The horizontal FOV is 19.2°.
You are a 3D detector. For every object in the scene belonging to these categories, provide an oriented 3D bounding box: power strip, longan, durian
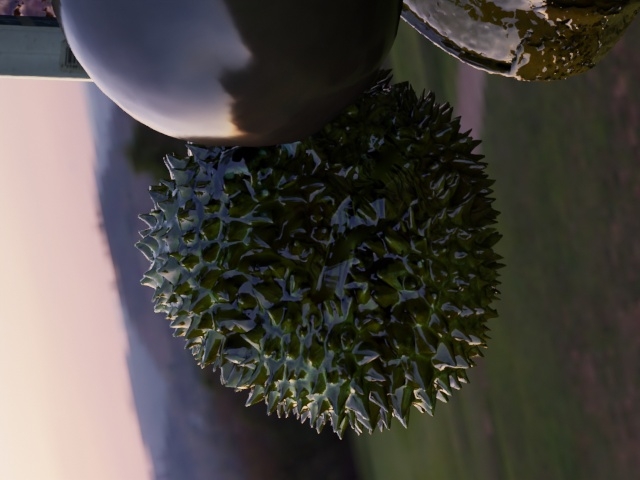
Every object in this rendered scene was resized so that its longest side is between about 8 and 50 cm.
[{"bbox_3d":[-0.231,-0.148,1.438,0.106,0.367,0.043,-142,55,-72],"label":"power strip"},{"bbox_3d":[-0.058,-0.171,1.200,0.248,0.248,0.248,169,90,-86],"label":"longan"},{"bbox_3d":[-0.001,0.001,1.379,0.224,0.291,0.291,100,158,-83],"label":"durian"}]

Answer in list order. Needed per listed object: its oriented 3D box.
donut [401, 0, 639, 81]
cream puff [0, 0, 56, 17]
[{"bbox_3d":[0.166,-0.240,1.723,0.272,0.272,0.107,-107,31,-55],"label":"donut"},{"bbox_3d":[-0.264,-0.342,1.785,0.229,0.350,0.350,32,-144,-49],"label":"cream puff"}]
